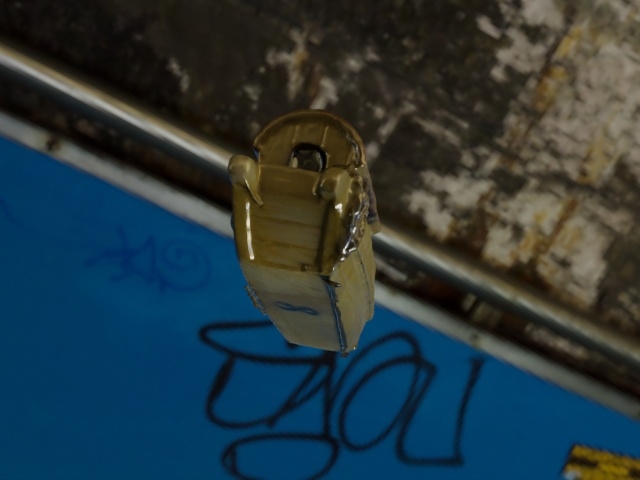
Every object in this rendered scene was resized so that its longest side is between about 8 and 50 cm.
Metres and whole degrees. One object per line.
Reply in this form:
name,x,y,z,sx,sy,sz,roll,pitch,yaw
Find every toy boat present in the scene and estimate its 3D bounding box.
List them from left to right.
toy boat,0.000,0.000,0.667,0.068,0.088,0.226,9,163,10
